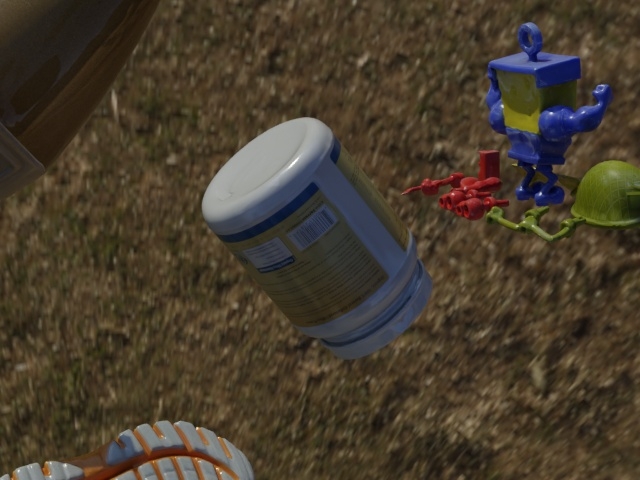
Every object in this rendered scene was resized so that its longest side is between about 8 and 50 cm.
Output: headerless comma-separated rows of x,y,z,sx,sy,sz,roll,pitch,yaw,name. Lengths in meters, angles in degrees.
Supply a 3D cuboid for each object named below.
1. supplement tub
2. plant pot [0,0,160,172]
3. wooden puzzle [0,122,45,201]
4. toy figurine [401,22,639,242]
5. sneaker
0.000,0.000,1.404,0.144,0.144,0.199,-49,114,-22,supplement tub
-0.309,-0.247,1.731,0.254,0.237,0.237,-42,78,1,plant pot
-0.412,-0.078,1.409,0.221,0.238,0.044,-31,47,8,wooden puzzle
0.243,-0.142,1.744,0.191,0.362,0.217,-8,103,-22,toy figurine
-0.155,0.203,1.161,0.215,0.083,0.084,-8,47,-22,sneaker
